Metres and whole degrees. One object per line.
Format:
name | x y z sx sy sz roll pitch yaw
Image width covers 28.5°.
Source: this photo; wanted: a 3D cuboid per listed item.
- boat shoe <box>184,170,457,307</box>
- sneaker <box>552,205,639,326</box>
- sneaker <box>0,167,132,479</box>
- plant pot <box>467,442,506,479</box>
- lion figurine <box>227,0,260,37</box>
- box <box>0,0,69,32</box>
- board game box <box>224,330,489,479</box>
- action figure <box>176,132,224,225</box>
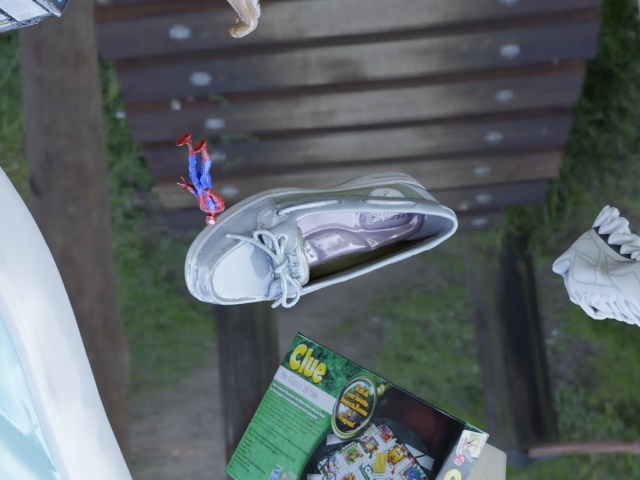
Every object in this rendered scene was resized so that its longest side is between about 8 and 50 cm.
boat shoe | 0.001 0.002 1.439 0.320 0.118 0.103 -14 -154 -25
sneaker | 0.369 0.060 1.521 0.118 0.110 0.292 -34 -161 4
sneaker | -0.196 0.077 0.588 0.150 0.366 0.135 -30 -172 -39
plant pot | 0.047 0.281 1.078 0.256 0.274 0.256 25 174 3
lion figurine | -0.062 -0.397 1.554 0.392 0.240 0.142 -17 -159 15
box | -0.332 -0.392 1.497 0.257 0.322 0.079 -2 147 49
board game box | 0.017 0.162 0.951 0.030 0.136 0.259 28 177 -28
action figure | -0.124 -0.059 1.319 0.038 0.030 0.115 18 143 28
